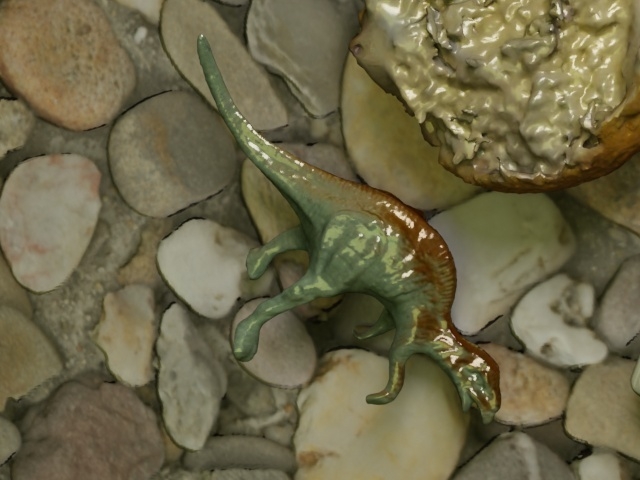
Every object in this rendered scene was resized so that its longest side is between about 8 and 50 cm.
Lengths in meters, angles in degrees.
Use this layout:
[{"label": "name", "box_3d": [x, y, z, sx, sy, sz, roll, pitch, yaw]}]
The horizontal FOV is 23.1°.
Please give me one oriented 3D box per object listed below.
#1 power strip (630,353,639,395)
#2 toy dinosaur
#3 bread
[{"label": "power strip", "box_3d": [0.334, -0.003, 1.200, 0.098, 0.058, 0.338, 24, 109, 20]}, {"label": "toy dinosaur", "box_3d": [0.000, 0.000, 1.334, 0.205, 0.092, 0.393, -25, 87, 26]}, {"label": "bread", "box_3d": [0.165, -0.172, 1.197, 0.274, 0.149, 0.274, 7, 105, 29]}]
